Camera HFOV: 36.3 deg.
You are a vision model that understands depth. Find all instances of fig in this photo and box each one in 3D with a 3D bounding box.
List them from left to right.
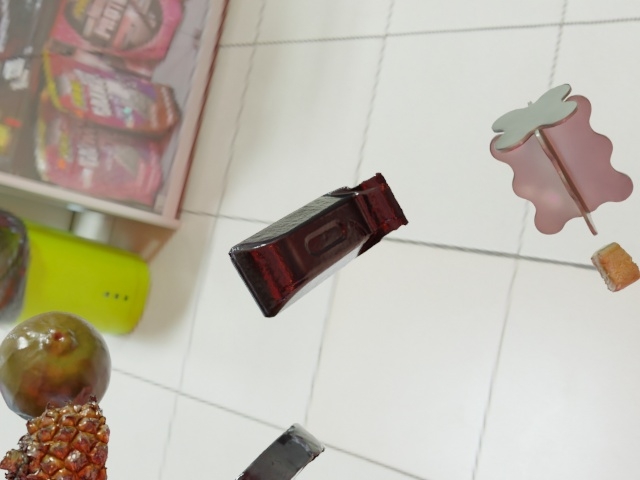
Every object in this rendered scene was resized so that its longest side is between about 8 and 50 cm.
[{"bbox_3d":[-0.480,0.250,1.775,0.207,0.207,0.230,33,133,44],"label":"fig"}]

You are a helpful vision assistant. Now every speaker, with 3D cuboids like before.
[{"bbox_3d":[0.000,0.000,2.199,0.184,0.388,0.180,-27,95,47],"label":"speaker"}]

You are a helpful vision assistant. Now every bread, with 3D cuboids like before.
[{"bbox_3d":[0.517,0.046,1.712,0.083,0.070,0.035,58,149,7],"label":"bread"}]

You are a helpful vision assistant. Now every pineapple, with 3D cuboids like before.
[{"bbox_3d":[-0.381,0.305,1.345,0.176,0.137,0.161,-63,38,25],"label":"pineapple"}]

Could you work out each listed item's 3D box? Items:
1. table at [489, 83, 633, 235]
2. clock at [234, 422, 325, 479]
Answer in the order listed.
[{"bbox_3d":[0.372,-0.113,1.505,0.166,0.198,0.166,-30,21,13],"label":"table"},{"bbox_3d":[-0.123,0.431,1.578,0.067,0.325,0.325,43,112,9],"label":"clock"}]
